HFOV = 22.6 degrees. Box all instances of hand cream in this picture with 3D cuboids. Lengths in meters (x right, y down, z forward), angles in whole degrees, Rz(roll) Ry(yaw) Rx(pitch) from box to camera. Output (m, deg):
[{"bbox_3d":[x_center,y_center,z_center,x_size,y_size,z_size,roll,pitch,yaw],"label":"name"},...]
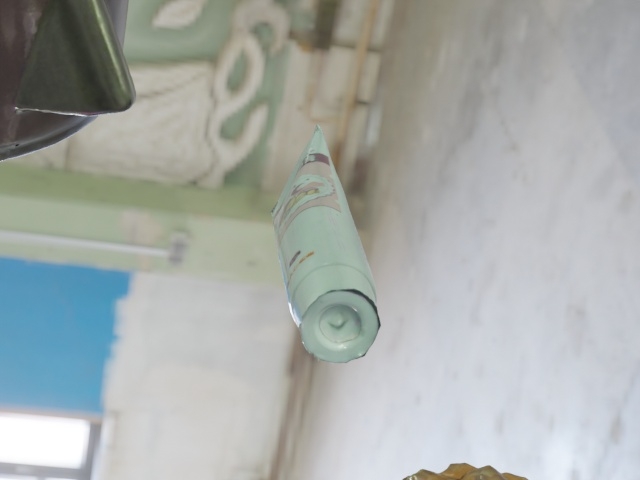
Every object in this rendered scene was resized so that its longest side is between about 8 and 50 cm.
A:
[{"bbox_3d":[0.000,0.000,1.136,0.331,0.058,0.085,-101,34,-71],"label":"hand cream"}]

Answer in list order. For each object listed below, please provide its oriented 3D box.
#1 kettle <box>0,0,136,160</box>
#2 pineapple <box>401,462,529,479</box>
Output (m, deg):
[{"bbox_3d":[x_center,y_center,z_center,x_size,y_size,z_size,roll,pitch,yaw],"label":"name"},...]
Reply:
[{"bbox_3d":[-0.141,-0.140,0.473,0.144,0.202,0.232,-37,-47,-48],"label":"kettle"},{"bbox_3d":[0.045,0.316,1.087,0.357,0.223,0.223,-39,-26,-46],"label":"pineapple"}]
